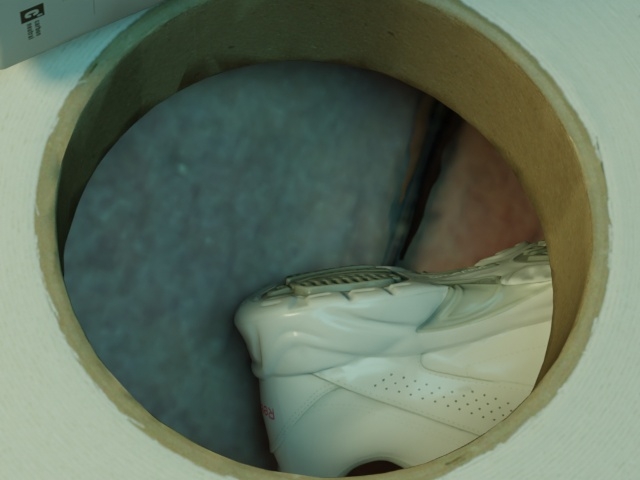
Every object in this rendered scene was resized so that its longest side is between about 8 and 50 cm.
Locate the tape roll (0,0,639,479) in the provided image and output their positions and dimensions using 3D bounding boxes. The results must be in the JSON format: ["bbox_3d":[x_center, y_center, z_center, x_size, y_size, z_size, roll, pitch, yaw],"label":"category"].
[{"bbox_3d":[0.000,0.000,0.639,0.392,0.072,0.392,2,67,-5],"label":"tape roll"}]

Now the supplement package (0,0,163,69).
[{"bbox_3d":[-0.025,-0.224,0.596,0.293,0.175,0.177,-26,68,-17],"label":"supplement package"}]

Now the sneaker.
[{"bbox_3d":[0.082,0.061,0.733,0.232,0.090,0.115,-6,99,-4],"label":"sneaker"}]
